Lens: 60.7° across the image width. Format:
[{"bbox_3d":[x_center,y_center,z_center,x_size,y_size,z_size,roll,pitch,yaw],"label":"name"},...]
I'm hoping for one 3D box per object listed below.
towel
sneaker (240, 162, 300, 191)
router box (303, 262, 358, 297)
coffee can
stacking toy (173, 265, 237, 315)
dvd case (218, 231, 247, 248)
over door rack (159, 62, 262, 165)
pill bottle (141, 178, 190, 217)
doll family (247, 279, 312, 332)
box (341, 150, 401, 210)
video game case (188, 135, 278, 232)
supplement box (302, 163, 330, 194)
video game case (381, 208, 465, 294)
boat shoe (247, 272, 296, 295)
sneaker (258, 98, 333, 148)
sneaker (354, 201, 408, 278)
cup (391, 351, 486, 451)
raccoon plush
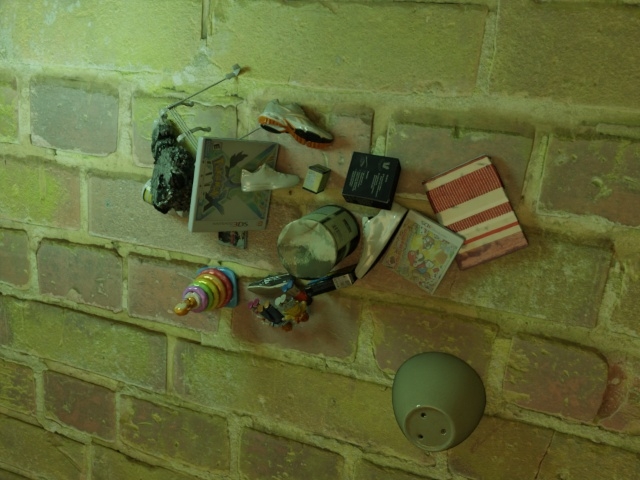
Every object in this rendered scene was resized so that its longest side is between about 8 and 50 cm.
[{"bbox_3d":[0.498,-0.087,1.768,0.237,0.037,0.328,-23,93,25],"label":"towel"},{"bbox_3d":[-0.173,-0.224,1.899,0.213,0.080,0.094,-9,101,-22],"label":"sneaker"},{"bbox_3d":[0.045,0.141,1.930,0.179,0.133,0.046,-19,97,22],"label":"router box"},{"bbox_3d":[0.000,0.000,1.834,0.202,0.275,0.201,5,104,19],"label":"coffee can"},{"bbox_3d":[-0.450,0.211,2.031,0.175,0.302,0.165,2,104,20],"label":"stacking toy"},{"bbox_3d":[-0.337,-0.019,2.092,0.120,0.013,0.087,10,106,16],"label":"dvd case"},{"bbox_3d":[-0.358,-0.426,1.915,0.324,0.108,0.239,-35,90,-10],"label":"over door rack"},{"bbox_3d":[-0.584,-0.159,2.096,0.184,0.103,0.103,28,110,12],"label":"pill bottle"},{"bbox_3d":[-0.138,0.271,2.018,0.263,0.118,0.163,-28,131,24],"label":"doll family"},{"bbox_3d":[0.169,-0.195,1.795,0.159,0.093,0.155,12,79,17],"label":"box"},{"bbox_3d":[-0.300,-0.189,1.900,0.036,0.300,0.328,29,115,46],"label":"video game case"},{"bbox_3d":[-0.013,-0.213,1.891,0.056,0.083,0.083,24,110,12],"label":"supplement box"},{"bbox_3d":[0.341,0.039,1.839,0.207,0.026,0.226,32,116,16],"label":"video game case"},{"bbox_3d":[-0.182,0.162,2.068,0.206,0.075,0.064,-8,57,26],"label":"boat shoe"},{"bbox_3d":[-0.071,-0.408,1.861,0.263,0.099,0.120,22,67,-5],"label":"sneaker"},{"bbox_3d":[0.177,-0.010,1.870,0.123,0.106,0.290,32,100,13],"label":"sneaker"},{"bbox_3d":[0.385,0.579,1.861,0.332,0.237,0.330,5,104,19],"label":"cup"},{"bbox_3d":[-0.446,-0.260,2.014,0.216,0.300,0.445,-28,61,48],"label":"raccoon plush"}]
